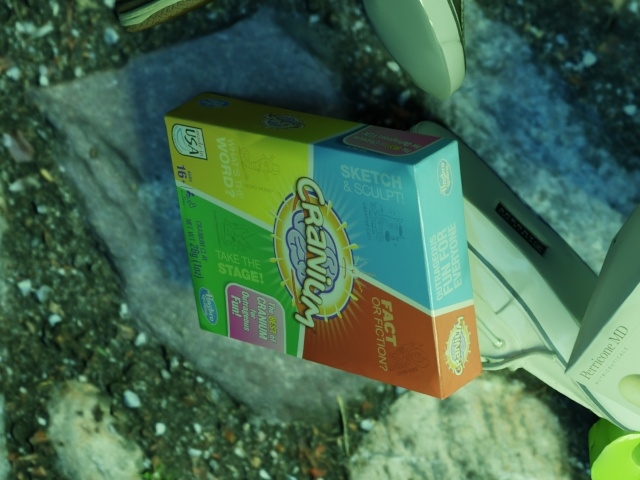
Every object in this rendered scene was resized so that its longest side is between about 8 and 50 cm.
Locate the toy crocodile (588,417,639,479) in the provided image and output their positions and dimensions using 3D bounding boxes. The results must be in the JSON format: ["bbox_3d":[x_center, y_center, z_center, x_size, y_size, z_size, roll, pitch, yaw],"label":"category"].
[{"bbox_3d":[0.391,0.298,1.928,0.340,0.115,0.105,42,118,-6],"label":"toy crocodile"}]

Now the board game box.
[{"bbox_3d":[0.000,0.000,1.849,0.317,0.064,0.242,13,121,40],"label":"board game box"}]

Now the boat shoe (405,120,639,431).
[{"bbox_3d":[0.166,0.067,1.869,0.367,0.136,0.156,45,118,-5],"label":"boat shoe"}]

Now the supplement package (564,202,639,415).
[{"bbox_3d":[0.392,0.063,1.710,0.263,0.198,0.199,29,136,-1],"label":"supplement package"}]

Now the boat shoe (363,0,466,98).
[{"bbox_3d":[0.090,-0.264,1.741,0.113,0.105,0.306,29,152,46],"label":"boat shoe"}]

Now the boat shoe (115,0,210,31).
[{"bbox_3d":[-0.089,-0.284,1.803,0.257,0.095,0.095,-25,95,18],"label":"boat shoe"}]
